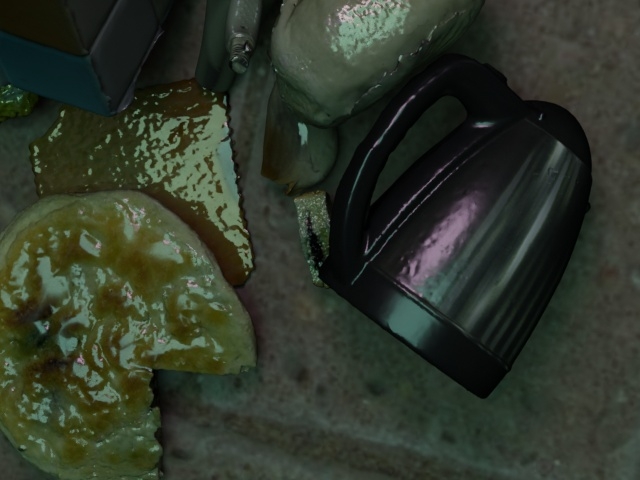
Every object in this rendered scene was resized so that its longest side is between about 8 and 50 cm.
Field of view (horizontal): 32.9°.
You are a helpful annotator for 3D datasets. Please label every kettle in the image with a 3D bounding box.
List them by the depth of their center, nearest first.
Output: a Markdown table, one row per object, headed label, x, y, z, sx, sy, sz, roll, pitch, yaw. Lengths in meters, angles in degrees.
| label | x | y | z | sx | sy | sz | roll | pitch | yaw |
| --- | --- | --- | --- | --- | --- | --- | --- | --- | --- |
| kettle | 0.138 | -0.027 | 1.036 | 0.251 | 0.207 | 0.271 | 38 | 90 | -4 |

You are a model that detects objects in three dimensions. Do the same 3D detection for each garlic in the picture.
| label | x | y | z | sx | sy | sz | roll | pitch | yaw |
| --- | --- | --- | --- | --- | --- | --- | --- | --- | --- |
| garlic | -0.023 | -0.120 | 1.118 | 0.084 | 0.066 | 0.152 | 4 | 98 | 12 |

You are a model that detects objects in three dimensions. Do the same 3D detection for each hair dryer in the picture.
| label | x | y | z | sx | sy | sz | roll | pitch | yaw |
| --- | --- | --- | --- | --- | --- | --- | --- | --- | --- |
| hair dryer | -0.083 | -0.200 | 1.053 | 0.088 | 0.219 | 0.225 | 13 | 61 | -11 |

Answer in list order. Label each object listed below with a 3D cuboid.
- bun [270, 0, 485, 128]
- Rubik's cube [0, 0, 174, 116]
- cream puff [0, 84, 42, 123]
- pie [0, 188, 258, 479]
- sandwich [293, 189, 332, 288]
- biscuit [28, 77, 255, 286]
| label | x | y | z | sx | sy | sz | roll | pitch | yaw |
| --- | --- | --- | --- | --- | --- | --- | --- | --- | --- |
| bun | 0.047 | -0.214 | 1.015 | 0.239 | 0.239 | 0.141 | -36 | 99 | 11 |
| Rubik's cube | -0.291 | -0.369 | 0.948 | 0.344 | 0.346 | 0.347 | 18 | 67 | 7 |
| cream puff | -0.363 | -0.193 | 1.145 | 0.121 | 0.156 | 0.156 | 27 | 101 | 38 |
| pie | -0.237 | 0.103 | 1.166 | 0.337 | 0.075 | 0.337 | 1 | 100 | 8 |
| sandwich | 0.000 | 0.000 | 1.114 | 0.036 | 0.093 | 0.105 | -12 | 95 | 4 |
| biscuit | -0.199 | -0.049 | 1.184 | 0.237 | 0.013 | 0.232 | -8 | 94 | 10 |
